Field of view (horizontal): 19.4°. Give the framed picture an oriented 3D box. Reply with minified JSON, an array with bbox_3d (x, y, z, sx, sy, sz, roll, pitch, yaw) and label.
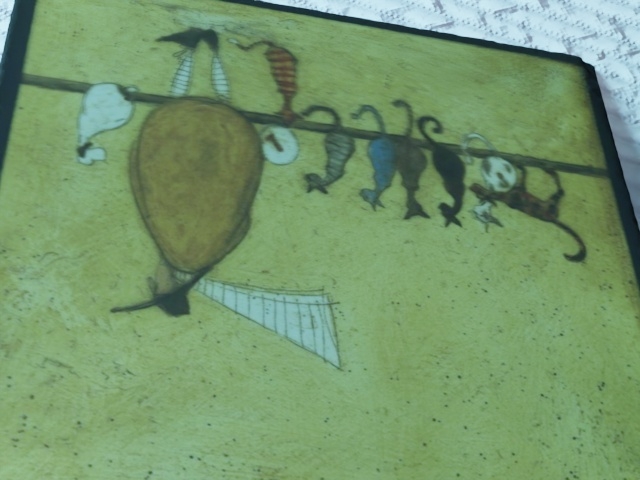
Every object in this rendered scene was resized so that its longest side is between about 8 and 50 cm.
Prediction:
[{"bbox_3d":[0.000,0.000,0.682,0.255,0.014,0.339,9,35,-7],"label":"framed picture"}]
